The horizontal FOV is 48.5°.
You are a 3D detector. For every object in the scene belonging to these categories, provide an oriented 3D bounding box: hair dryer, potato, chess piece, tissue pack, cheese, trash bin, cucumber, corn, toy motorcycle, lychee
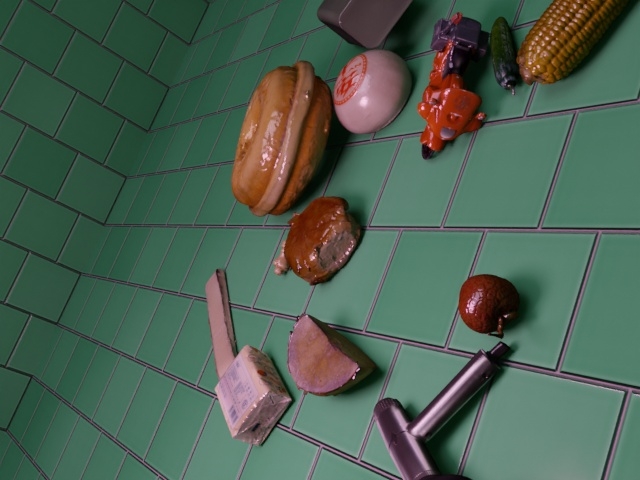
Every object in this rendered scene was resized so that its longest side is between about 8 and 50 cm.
[{"bbox_3d":[0.201,0.306,1.162,0.284,0.155,0.320,-59,21,22],"label":"hair dryer"},{"bbox_3d":[0.019,0.267,1.498,0.138,0.098,0.243,-60,37,7],"label":"potato"},{"bbox_3d":[-0.078,0.013,1.886,0.060,0.060,0.172,15,80,58],"label":"chess piece"},{"bbox_3d":[-0.162,0.363,1.683,0.148,0.092,0.196,-55,33,10],"label":"tissue pack"},{"bbox_3d":[-0.284,0.230,2.024,0.085,0.034,0.400,-52,32,22],"label":"cheese"},{"bbox_3d":[0.131,-0.655,1.964,0.223,0.158,0.343,-52,20,12],"label":"trash bin"},{"bbox_3d":[0.395,-0.395,1.538,0.056,0.056,0.250,-32,39,38],"label":"cucumber"},{"bbox_3d":[0.513,-0.449,1.358,0.363,0.120,0.120,-50,33,10],"label":"corn"},{"bbox_3d":[0.289,-0.348,1.571,0.221,0.147,0.326,151,132,-76],"label":"toy motorcycle"},{"bbox_3d":[0.289,0.119,1.224,0.101,0.114,0.140,116,144,-50],"label":"lychee"}]

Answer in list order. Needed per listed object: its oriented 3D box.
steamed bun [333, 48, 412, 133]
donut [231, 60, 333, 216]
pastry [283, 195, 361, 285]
[{"bbox_3d":[0.118,-0.397,1.849,0.231,0.145,0.232,-35,40,35],"label":"steamed bun"},{"bbox_3d":[-0.109,-0.278,1.963,0.449,0.198,0.449,-163,90,-74],"label":"donut"},{"bbox_3d":[0.000,0.000,1.739,0.218,0.100,0.229,-11,51,46],"label":"pastry"}]
